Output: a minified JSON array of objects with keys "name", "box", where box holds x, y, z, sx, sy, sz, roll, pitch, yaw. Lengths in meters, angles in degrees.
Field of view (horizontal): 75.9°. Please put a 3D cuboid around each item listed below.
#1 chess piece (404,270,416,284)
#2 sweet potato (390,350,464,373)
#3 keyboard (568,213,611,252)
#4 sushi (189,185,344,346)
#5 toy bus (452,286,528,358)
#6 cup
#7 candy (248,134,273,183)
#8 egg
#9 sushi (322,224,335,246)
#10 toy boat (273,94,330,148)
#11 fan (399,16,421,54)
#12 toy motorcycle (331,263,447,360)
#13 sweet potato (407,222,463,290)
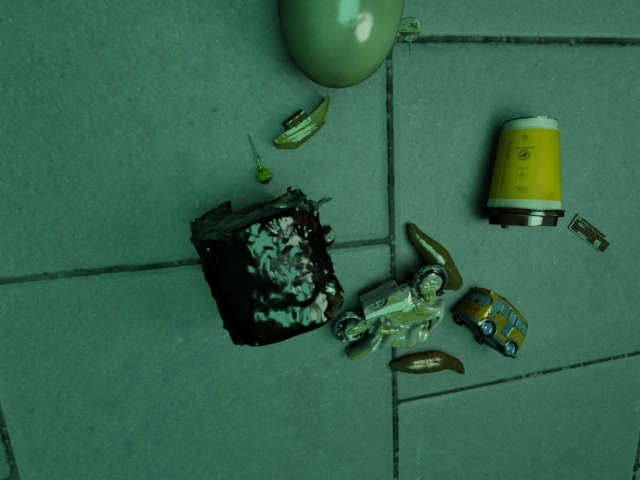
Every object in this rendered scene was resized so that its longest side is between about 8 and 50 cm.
[{"name":"chess piece","box":[0.272,0.131,1.142,0.042,0.042,0.093,-38,113,-4]},{"name":"sweet potato","box":[0.329,0.360,1.202,0.255,0.058,0.078,7,117,-18]},{"name":"keyboard","box":[0.832,-0.021,1.261,0.165,0.017,0.055,30,94,-19]},{"name":"sushi","box":[-0.110,0.055,0.892,0.281,0.299,0.295,-22,106,-25]},{"name":"toy bus","box":[0.493,0.229,1.179,0.209,0.126,0.136,39,82,-18]},{"name":"cup","box":[0.536,-0.169,1.072,0.196,0.196,0.280,2,93,-15]},{"name":"candy","box":[-0.146,-0.192,0.968,0.035,0.035,0.123,-29,102,-52]},{"name":"egg","box":[0.043,-0.493,0.827,0.258,0.258,0.353,6,99,-16]},{"name":"sushi","box":[0.000,0.000,1.048,0.083,0.044,0.046,-32,130,-3]},{"name":"toy boat","box":[-0.038,-0.274,0.959,0.172,0.065,0.066,-39,89,-6]},{"name":"fan","box":[0.224,-0.506,1.001,0.060,0.003,0.080,-35,108,-4]},{"name":"toy motorcycle","box":[0.205,0.210,1.102,0.340,0.108,0.223,-29,117,4]},{"name":"sweet potato","box":[0.312,0.052,1.116,0.077,0.077,0.244,-42,111,-2]}]
